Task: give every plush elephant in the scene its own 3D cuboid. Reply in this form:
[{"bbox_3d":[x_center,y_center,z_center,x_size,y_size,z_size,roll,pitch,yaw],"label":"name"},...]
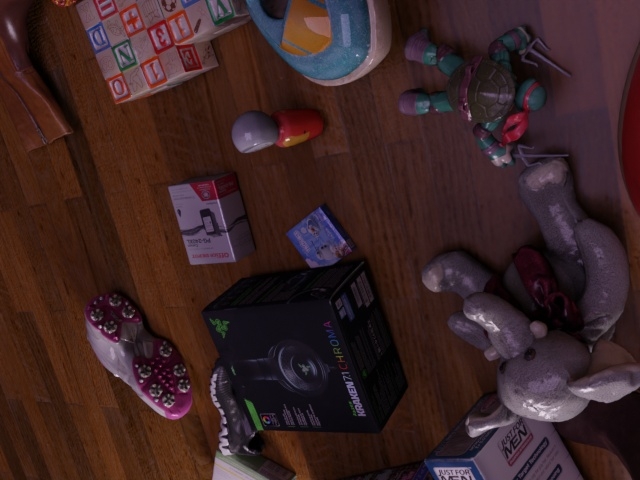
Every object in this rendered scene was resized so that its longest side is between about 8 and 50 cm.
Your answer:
[{"bbox_3d":[0.271,0.113,0.840,0.330,0.255,0.272,51,125,3],"label":"plush elephant"}]

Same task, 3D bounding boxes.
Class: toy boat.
[{"bbox_3d":[-0.034,-0.260,0.909,0.267,0.148,0.318,45,135,33],"label":"toy boat"}]

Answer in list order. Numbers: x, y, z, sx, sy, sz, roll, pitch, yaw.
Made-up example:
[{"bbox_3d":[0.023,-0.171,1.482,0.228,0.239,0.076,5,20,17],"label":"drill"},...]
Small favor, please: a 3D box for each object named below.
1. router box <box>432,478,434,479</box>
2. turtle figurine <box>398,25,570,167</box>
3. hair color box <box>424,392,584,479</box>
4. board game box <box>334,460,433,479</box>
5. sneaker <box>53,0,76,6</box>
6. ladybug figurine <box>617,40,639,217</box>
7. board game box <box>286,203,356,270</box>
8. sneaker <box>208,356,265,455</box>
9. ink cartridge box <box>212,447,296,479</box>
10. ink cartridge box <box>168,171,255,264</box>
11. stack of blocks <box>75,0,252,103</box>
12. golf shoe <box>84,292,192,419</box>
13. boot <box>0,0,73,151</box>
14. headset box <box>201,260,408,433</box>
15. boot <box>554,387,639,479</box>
[{"bbox_3d":[0.223,0.424,1.042,0.046,0.179,0.133,-21,98,33],"label":"router box"},{"bbox_3d":[0.210,-0.191,0.835,0.234,0.118,0.175,24,101,36],"label":"turtle figurine"},{"bbox_3d":[0.316,0.416,0.980,0.105,0.174,0.347,-25,96,52],"label":"hair color box"},{"bbox_3d":[0.079,0.524,1.136,0.291,0.232,0.141,-27,95,36],"label":"board game box"},{"bbox_3d":[-0.429,-0.489,1.135,0.067,0.064,0.175,43,122,33],"label":"sneaker"},{"bbox_3d":[0.473,-0.149,0.671,0.305,0.162,0.449,21,119,22],"label":"ladybug figurine"},{"bbox_3d":[0.000,0.000,1.097,0.090,0.020,0.090,-37,89,37],"label":"board game box"},{"bbox_3d":[-0.150,0.325,1.288,0.106,0.078,0.234,6,114,22],"label":"sneaker"},{"bbox_3d":[-0.148,0.550,1.390,0.171,0.056,0.235,21,117,21],"label":"ink cartridge box"},{"bbox_3d":[-0.191,-0.036,1.168,0.109,0.063,0.150,-4,107,32],"label":"ink cartridge box"},{"bbox_3d":[-0.232,-0.346,1.050,0.297,0.087,0.171,-13,103,34],"label":"stack of blocks"},{"bbox_3d":[-0.382,0.252,1.383,0.306,0.115,0.140,49,136,12],"label":"golf shoe"},{"bbox_3d":[-0.551,-0.324,1.243,0.264,0.096,0.280,-19,100,34],"label":"boot"},{"bbox_3d":[-0.034,0.184,1.114,0.283,0.131,0.246,-8,110,33],"label":"headset box"},{"bbox_3d":[0.411,0.272,0.852,0.248,0.207,0.090,-10,104,33],"label":"boot"}]
